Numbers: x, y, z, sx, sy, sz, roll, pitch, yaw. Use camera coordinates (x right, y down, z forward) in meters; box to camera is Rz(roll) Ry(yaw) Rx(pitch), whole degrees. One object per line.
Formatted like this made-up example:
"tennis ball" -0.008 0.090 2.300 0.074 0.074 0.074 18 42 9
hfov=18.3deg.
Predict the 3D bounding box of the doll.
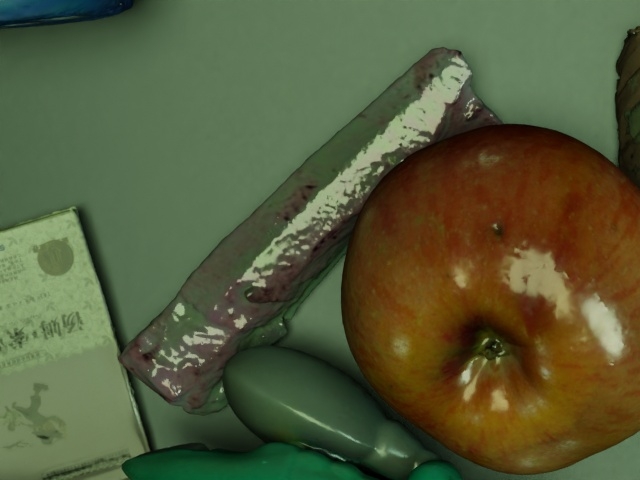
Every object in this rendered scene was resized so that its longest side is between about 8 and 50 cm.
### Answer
"doll" 0.004 0.192 1.200 0.258 0.153 0.195 35 91 11

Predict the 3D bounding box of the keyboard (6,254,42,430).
"keyboard" -0.209 0.067 1.283 0.049 0.015 0.129 9 95 0

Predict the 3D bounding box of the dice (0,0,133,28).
"dice" -0.190 -0.200 1.196 0.146 0.146 0.143 -4 95 7

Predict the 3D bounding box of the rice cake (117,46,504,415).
"rice cake" -0.003 -0.001 1.235 0.290 0.051 0.081 -43 92 8

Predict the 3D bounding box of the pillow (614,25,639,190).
"pillow" 0.261 -0.072 1.133 0.049 0.248 0.135 -3 87 -38

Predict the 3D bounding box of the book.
"book" -0.189 0.082 1.268 0.127 0.014 0.182 -16 95 0

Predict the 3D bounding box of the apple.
"apple" 0.114 0.039 1.157 0.209 0.164 0.209 5 115 10
